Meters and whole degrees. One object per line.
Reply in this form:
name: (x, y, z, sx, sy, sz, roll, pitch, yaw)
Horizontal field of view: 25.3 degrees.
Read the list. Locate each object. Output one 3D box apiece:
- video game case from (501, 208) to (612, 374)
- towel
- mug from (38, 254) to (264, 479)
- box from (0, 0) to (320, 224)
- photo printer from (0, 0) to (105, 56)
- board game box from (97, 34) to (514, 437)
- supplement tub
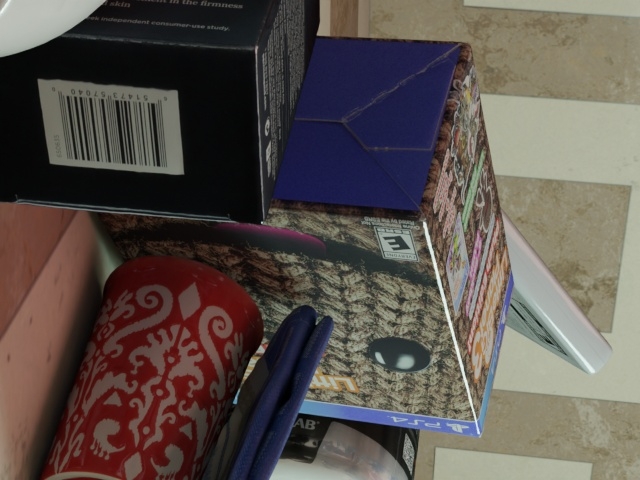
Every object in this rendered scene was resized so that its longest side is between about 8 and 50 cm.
video game case: (0.078, -0.035, 1.241, 0.036, 0.300, 0.329, -50, 128, -7)
towel: (-0.085, 0.190, 0.954, 0.285, 0.034, 0.209, -57, -174, 39)
mug: (-0.109, 0.121, 0.926, 0.150, 0.113, 0.169, 85, 15, -44)
box: (-0.086, -0.116, 0.760, 0.207, 0.153, 0.108, -75, 168, -50)
photo printer: (-0.124, -0.233, 0.562, 0.256, 0.107, 0.308, -69, 163, -64)
board game box: (0.000, 0.000, 1.015, 0.291, 0.232, 0.141, 69, 32, -53)
supplement tub: (0.002, 0.149, 1.424, 0.338, 0.207, 0.207, -77, 169, -46)
